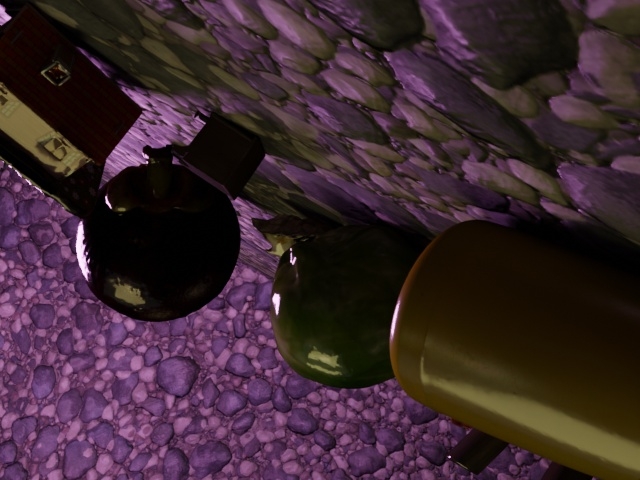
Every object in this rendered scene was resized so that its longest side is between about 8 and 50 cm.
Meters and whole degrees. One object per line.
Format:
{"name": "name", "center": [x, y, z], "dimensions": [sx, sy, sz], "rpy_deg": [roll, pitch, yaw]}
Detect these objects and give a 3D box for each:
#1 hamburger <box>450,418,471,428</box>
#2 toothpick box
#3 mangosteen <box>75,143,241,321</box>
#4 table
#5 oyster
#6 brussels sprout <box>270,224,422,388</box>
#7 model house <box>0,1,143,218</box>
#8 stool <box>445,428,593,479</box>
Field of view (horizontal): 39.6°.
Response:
{"name": "hamburger", "center": [0.263, 0.240, 1.574], "dimensions": [0.137, 0.175, 0.175], "rpy_deg": [33, 177, 40]}
{"name": "toothpick box", "center": [0.208, 0.097, 0.725], "dimensions": [0.271, 0.175, 0.175], "rpy_deg": [21, 169, 38]}
{"name": "mangosteen", "center": [-0.275, -0.006, 1.572], "dimensions": [0.297, 0.297, 0.293], "rpy_deg": [34, 134, -28]}
{"name": "table", "center": [-0.123, -0.105, 1.068], "dimensions": [0.082, 0.070, 0.083], "rpy_deg": [33, 174, 6]}
{"name": "oyster", "center": [0.007, 0.005, 1.364], "dimensions": [0.209, 0.072, 0.133], "rpy_deg": [1, 151, 33]}
{"name": "brussels sprout", "center": [0.041, 0.081, 1.128], "dimensions": [0.244, 0.244, 0.244], "rpy_deg": [30, 173, 4]}
{"name": "model house", "center": [-0.337, -0.203, 1.119], "dimensions": [0.294, 0.154, 0.207], "rpy_deg": [45, -151, -34]}
{"name": "stool", "center": [0.400, 0.324, 1.341], "dimensions": [0.310, 0.226, 0.310], "rpy_deg": [31, 174, -23]}
